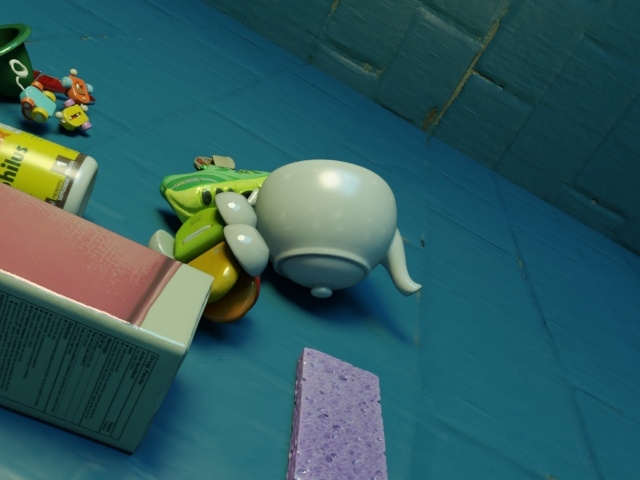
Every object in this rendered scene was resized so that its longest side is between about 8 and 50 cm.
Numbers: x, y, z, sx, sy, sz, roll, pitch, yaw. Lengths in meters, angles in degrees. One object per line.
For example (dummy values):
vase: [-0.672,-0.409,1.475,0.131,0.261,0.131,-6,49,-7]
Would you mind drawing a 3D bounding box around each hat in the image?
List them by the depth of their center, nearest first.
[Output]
hat: [-0.545,-0.264,0.932,0.208,0.184,0.173,-19,43,-6]

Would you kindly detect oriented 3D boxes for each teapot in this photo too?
teapot: [0.000,0.000,0.850,0.252,0.255,0.187,33,56,-48]

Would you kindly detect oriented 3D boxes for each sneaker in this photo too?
sneaker: [-0.156,-0.093,0.929,0.123,0.110,0.295,36,21,22]

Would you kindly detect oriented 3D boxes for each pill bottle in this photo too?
pill bottle: [-0.404,-0.086,0.654,0.214,0.117,0.117,20,28,-19]

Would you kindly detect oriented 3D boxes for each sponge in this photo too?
sponge: [0.022,0.228,0.642,0.117,0.031,0.210,25,27,-11]

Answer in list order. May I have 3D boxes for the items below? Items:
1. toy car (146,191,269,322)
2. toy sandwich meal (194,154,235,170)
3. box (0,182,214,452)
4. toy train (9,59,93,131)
toy car: [-0.140,0.035,0.715,0.136,0.159,0.182,55,6,-41]
toy sandwich meal: [-0.214,-0.154,1.068,0.085,0.029,0.086,24,27,-13]
box: [-0.244,0.073,0.504,0.232,0.149,0.127,26,26,-11]
toy train: [-0.465,-0.246,0.911,0.125,0.046,0.166,67,22,5]
